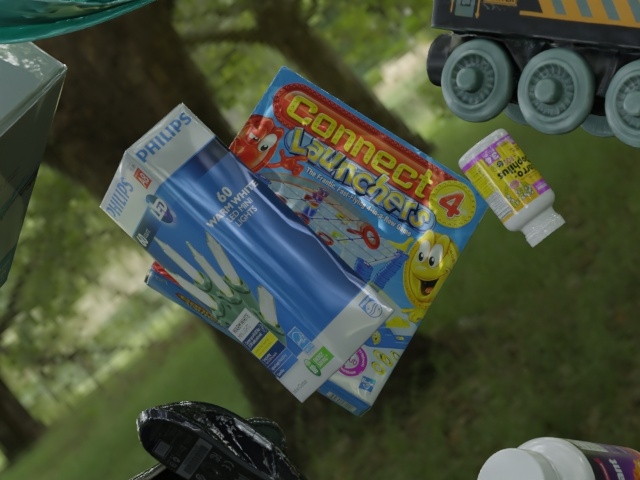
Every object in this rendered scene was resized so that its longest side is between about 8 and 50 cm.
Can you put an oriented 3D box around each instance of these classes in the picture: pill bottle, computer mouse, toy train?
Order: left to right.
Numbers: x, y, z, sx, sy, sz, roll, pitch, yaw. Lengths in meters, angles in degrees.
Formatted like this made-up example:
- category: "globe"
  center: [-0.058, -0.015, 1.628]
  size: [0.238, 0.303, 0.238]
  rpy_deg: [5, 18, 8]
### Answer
- category: "computer mouse"
  center: [-0.068, 0.247, 1.673]
  size: [0.060, 0.262, 0.184]
  rpy_deg: [-60, -3, -37]
- category: "pill bottle"
  center: [0.140, -0.037, 1.205]
  size: [0.043, 0.083, 0.043]
  rpy_deg: [-37, -5, -4]
- category: "pill bottle"
  center: [0.239, 0.246, 1.603]
  size: [0.108, 0.108, 0.193]
  rpy_deg: [-36, -31, 32]
- category: "toy train"
  center: [0.242, -0.187, 1.490]
  size: [0.334, 0.190, 0.142]
  rpy_deg: [12, 10, 39]

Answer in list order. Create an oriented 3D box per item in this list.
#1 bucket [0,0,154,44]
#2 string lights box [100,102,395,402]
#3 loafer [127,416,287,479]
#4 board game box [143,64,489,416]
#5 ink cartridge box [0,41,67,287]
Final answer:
- category: "bucket"
  center: [-0.175, -0.243, 0.925]
  size: [0.281, 0.281, 0.183]
  rpy_deg: [-40, 12, -24]
- category: "string lights box"
  center: [-0.068, 0.014, 1.474]
  size: [0.077, 0.259, 0.133]
  rpy_deg: [-45, -3, -26]
- category: "loafer"
  center: [-0.147, 0.276, 1.860]
  size: [0.267, 0.096, 0.084]
  rpy_deg: [-25, -2, -21]
- category: "board game box"
  center: [0.000, 0.000, 1.987]
  size: [0.302, 0.308, 0.086]
  rpy_deg: [-59, 1, -17]
- category: "ink cartridge box"
  center: [-0.330, -0.039, 1.155]
  size: [0.197, 0.198, 0.270]
  rpy_deg: [-51, -6, -38]
